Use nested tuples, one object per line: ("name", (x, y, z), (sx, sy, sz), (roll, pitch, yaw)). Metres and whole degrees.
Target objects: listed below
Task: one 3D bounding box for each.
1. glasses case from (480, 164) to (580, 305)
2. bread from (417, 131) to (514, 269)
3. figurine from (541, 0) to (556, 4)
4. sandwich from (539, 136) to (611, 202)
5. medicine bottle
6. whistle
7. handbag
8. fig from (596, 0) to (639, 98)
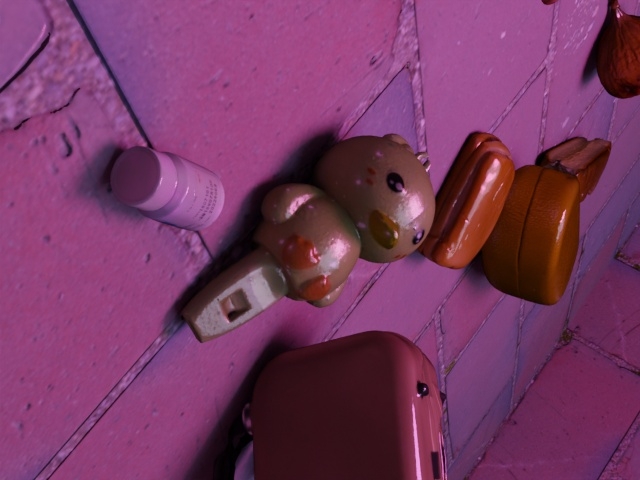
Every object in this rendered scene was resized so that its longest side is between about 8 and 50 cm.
("glasses case", (0.363, 0.005, 1.497), (0.173, 0.141, 0.371), (-69, 158, -13))
("bread", (0.216, -0.055, 1.238), (0.116, 0.077, 0.200), (12, 107, -56))
("figurine", (0.239, -0.357, 0.825), (0.161, 0.158, 0.275), (-65, 157, -9))
("sandwich", (0.472, -0.132, 1.608), (0.244, 0.090, 0.088), (-28, 138, -53))
("medicine bottle", (-0.114, -0.039, 0.647), (0.052, 0.052, 0.089), (-60, 155, 3))
("whistle", (0.008, 0.001, 0.827), (0.294, 0.141, 0.141), (-44, 152, -28))
("handbag", (0.007, 0.267, 0.995), (0.149, 0.283, 0.302), (34, 49, -66))
("fig", (0.516, -0.342, 1.461), (0.146, 0.134, 0.201), (-38, 115, 16))
